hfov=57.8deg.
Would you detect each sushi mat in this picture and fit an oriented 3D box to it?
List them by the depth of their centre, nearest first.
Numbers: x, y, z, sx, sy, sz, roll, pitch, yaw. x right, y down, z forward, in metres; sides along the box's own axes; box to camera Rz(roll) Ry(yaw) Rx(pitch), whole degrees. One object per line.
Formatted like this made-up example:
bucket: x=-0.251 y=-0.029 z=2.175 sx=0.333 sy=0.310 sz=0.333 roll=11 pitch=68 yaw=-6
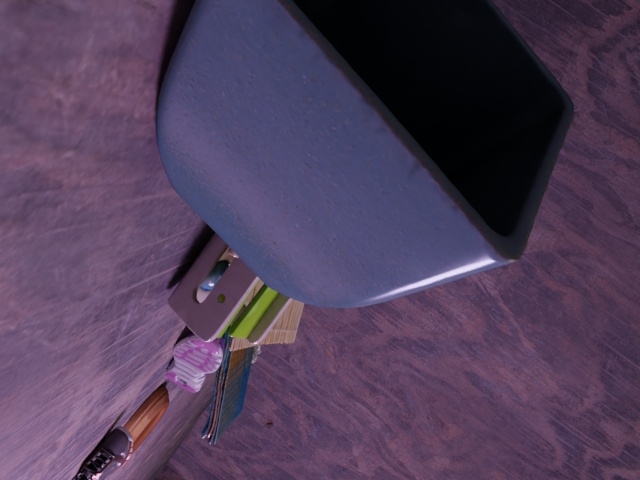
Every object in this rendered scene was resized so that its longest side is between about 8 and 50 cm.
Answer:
sushi mat: x=-0.064 y=0.042 z=1.014 sx=0.151 sy=0.019 sz=0.316 roll=5 pitch=105 yaw=-43

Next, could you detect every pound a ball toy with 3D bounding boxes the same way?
pound a ball toy: x=-0.093 y=-0.021 z=0.787 sx=0.319 sy=0.136 sz=0.208 roll=-55 pitch=151 yaw=8

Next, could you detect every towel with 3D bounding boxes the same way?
towel: x=-0.197 y=0.259 z=1.375 sx=0.271 sy=0.040 sz=0.369 roll=19 pitch=82 yaw=-84

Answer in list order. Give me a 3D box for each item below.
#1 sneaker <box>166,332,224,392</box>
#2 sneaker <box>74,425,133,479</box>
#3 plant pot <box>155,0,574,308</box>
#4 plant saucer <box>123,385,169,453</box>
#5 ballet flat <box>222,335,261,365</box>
sneaker: x=-0.249 y=0.228 z=1.208 sx=0.236 sy=0.095 sz=0.104 roll=-51 pitch=-173 yaw=51
sneaker: x=-0.417 y=0.427 z=1.102 sx=0.158 sy=0.061 sz=0.065 roll=-55 pitch=170 yaw=6
plant pot: x=0.013 y=-0.088 z=0.486 sx=0.252 sy=0.248 sz=0.247 roll=-35 pitch=-169 yaw=44
plant saucer: x=-0.410 y=0.425 z=1.325 sx=0.200 sy=0.037 sz=0.200 roll=-53 pitch=177 yaw=-4
ballet flat: x=-0.245 y=0.289 z=1.708 sx=0.147 sy=0.147 sz=0.409 roll=-54 pitch=179 yaw=-8
